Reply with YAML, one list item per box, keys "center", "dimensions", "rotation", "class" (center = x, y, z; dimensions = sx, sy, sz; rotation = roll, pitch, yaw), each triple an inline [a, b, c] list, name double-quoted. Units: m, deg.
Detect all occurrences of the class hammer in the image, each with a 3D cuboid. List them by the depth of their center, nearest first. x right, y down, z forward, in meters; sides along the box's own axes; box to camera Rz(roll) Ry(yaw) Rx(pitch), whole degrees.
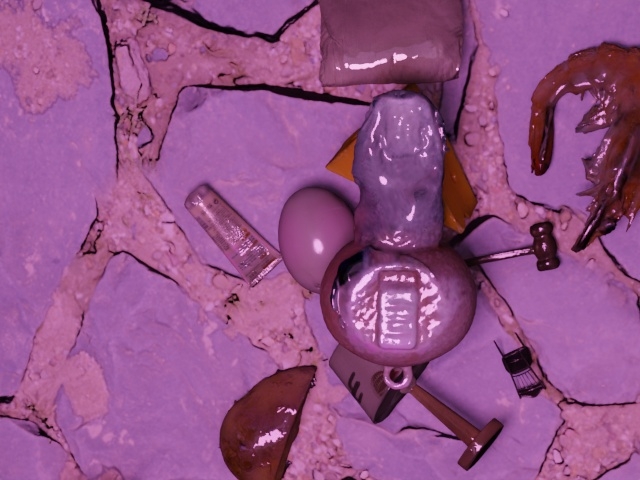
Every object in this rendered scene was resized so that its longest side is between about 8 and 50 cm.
- center: [0.148, 0.032, 1.677]
  dimensions: [0.292, 0.029, 0.058]
  rotation: [-11, 92, 12]
  class: "hammer"

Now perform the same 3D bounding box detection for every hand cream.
- center: [-0.112, -0.011, 1.715]
  dimensions: [0.061, 0.039, 0.143]
  rotation: [-41, 97, 5]
  class: "hand cream"

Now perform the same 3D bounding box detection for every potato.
- center: [-0.076, 0.231, 1.701]
  dimensions: [0.101, 0.089, 0.172]
  rotation: [22, 100, 9]
  class: "potato"

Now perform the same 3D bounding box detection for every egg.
- center: [0.000, 0.000, 1.657]
  dimensions: [0.103, 0.103, 0.135]
  rotation: [-14, 95, 11]
  class: "egg"

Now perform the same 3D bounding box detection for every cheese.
- center: [0.117, -0.082, 1.629]
  dimensions: [0.171, 0.093, 0.126]
  rotation: [44, 119, -5]
  class: "cheese"

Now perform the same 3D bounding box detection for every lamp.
- center: [0.115, 0.187, 1.645]
  dimensions: [0.215, 0.121, 0.121]
  rotation: [39, 101, 16]
  class: "lamp"

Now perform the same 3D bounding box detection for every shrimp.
- center: [0.321, -0.117, 1.619]
  dimensions: [0.173, 0.058, 0.253]
  rotation: [25, 96, 15]
  class: "shrimp"

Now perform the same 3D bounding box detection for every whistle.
- center: [0.090, -0.001, 1.555]
  dimensions: [0.189, 0.189, 0.347]
  rotation: [2, 100, 10]
  class: "whistle"

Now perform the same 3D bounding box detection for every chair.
- center: [0.245, 0.153, 1.669]
  dimensions: [0.037, 0.042, 0.086]
  rotation: [-23, 127, 12]
  class: "chair"

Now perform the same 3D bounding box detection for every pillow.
- center: [0.086, -0.249, 1.619]
  dimensions: [0.182, 0.078, 0.134]
  rotation: [-4, 70, 6]
  class: "pillow"
